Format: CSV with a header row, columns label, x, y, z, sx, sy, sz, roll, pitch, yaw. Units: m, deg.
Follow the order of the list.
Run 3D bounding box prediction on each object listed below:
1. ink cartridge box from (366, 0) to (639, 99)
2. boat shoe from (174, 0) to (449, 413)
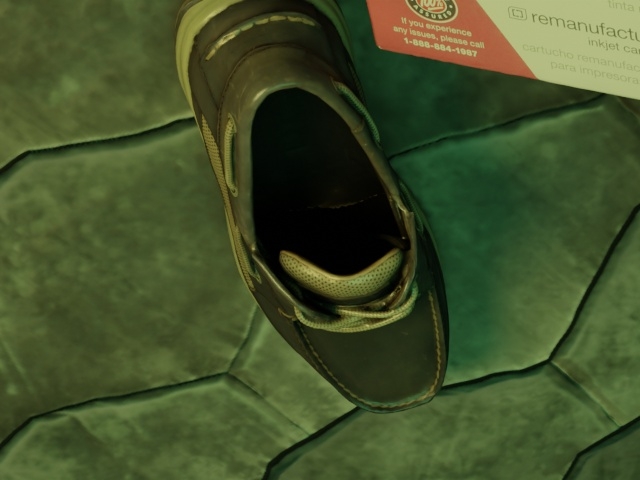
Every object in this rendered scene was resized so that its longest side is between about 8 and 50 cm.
label,x,y,z,sx,sy,sz,roll,pitch,yaw
ink cartridge box,0.113,-0.222,0.944,0.207,0.117,0.283,15,141,29
boat shoe,0.000,0.000,1.164,0.132,0.130,0.355,-21,130,7
